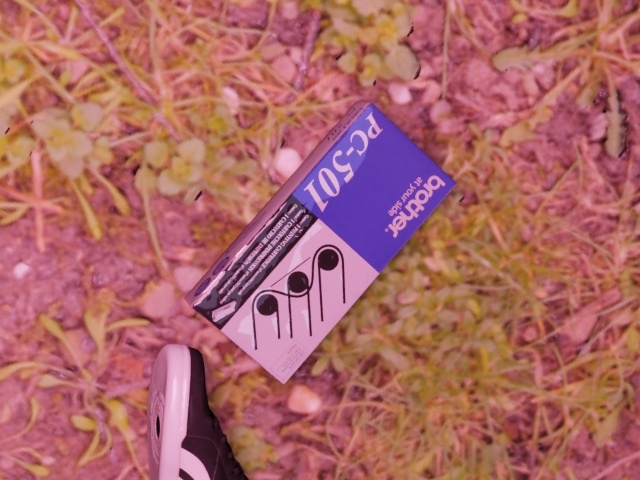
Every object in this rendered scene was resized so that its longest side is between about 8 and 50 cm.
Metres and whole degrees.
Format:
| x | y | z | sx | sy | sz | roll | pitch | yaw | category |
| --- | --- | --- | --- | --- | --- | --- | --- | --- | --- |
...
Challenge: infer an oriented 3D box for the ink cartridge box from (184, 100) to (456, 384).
| x | y | z | sx | sy | sz | roll | pitch | yaw | category |
| --- | --- | --- | --- | --- | --- | --- | --- | --- | --- |
| 0.000 | 0.000 | 1.056 | 0.097 | 0.046 | 0.207 | 42 | 86 | -15 | ink cartridge box |

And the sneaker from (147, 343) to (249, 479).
| x | y | z | sx | sy | sz | roll | pitch | yaw | category |
| --- | --- | --- | --- | --- | --- | --- | --- | --- | --- |
| -0.070 | 0.180 | 1.050 | 0.121 | 0.079 | 0.217 | -1 | 105 | -16 | sneaker |
